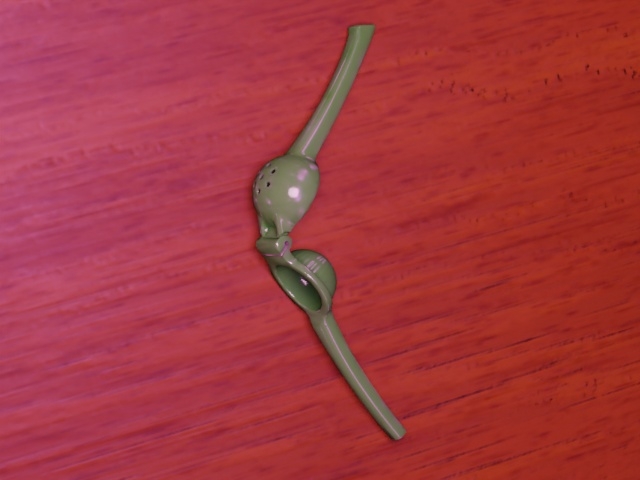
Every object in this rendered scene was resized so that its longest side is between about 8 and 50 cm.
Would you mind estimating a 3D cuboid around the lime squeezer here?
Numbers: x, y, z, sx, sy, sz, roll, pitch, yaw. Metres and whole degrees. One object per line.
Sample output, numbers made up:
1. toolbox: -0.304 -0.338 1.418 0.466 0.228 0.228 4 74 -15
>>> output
1. lime squeezer: 0.000 0.000 1.248 0.110 0.059 0.310 -9 94 -50
